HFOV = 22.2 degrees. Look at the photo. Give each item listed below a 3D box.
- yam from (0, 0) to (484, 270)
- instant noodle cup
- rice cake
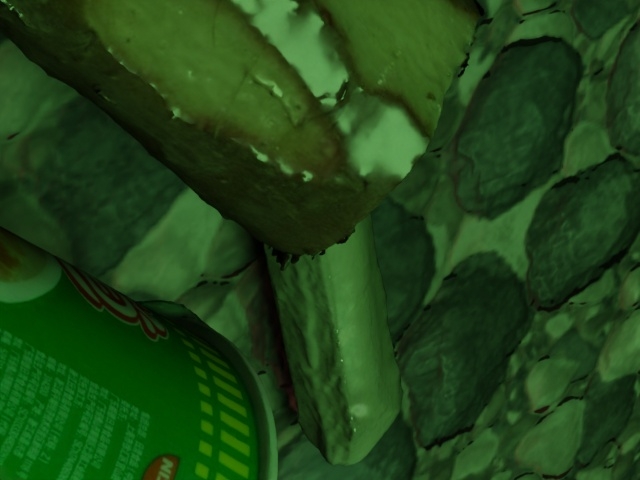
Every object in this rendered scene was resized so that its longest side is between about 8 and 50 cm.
[{"bbox_3d":[-0.051,-0.106,0.592,0.128,0.129,0.238,-39,122,17],"label":"yam"},{"bbox_3d":[-0.164,0.060,0.585,0.207,0.207,0.233,-53,129,-5],"label":"instant noodle cup"},{"bbox_3d":[0.000,0.000,0.784,0.057,0.052,0.256,-34,133,-28],"label":"rice cake"}]
